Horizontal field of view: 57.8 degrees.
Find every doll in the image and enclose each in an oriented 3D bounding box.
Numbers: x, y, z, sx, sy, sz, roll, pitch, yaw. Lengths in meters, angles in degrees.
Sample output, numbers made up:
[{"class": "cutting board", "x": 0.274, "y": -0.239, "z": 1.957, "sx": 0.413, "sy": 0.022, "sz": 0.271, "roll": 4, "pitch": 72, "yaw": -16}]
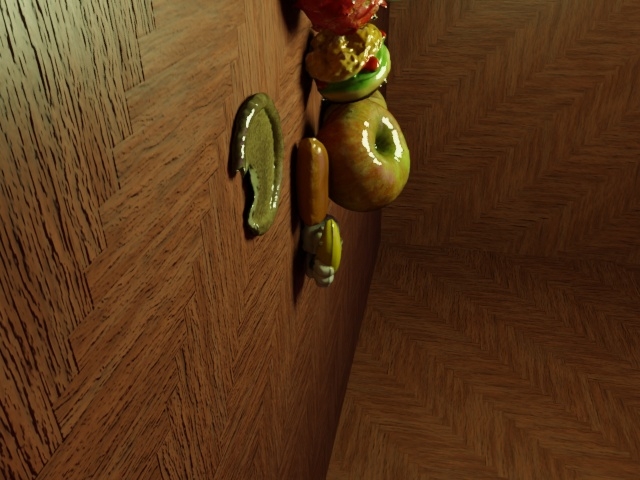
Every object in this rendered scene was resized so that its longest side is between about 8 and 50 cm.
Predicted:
[{"class": "doll", "x": 0.000, "y": 0.000, "z": 1.653, "sx": 0.237, "sy": 0.111, "sz": 0.251, "roll": -111, "pitch": -158, "yaw": -65}]

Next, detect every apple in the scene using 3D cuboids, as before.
[{"class": "apple", "x": 0.100, "y": -0.230, "z": 1.626, "sx": 0.278, "sy": 0.250, "sz": 0.309, "roll": -16, "pitch": 93, "yaw": -42}]

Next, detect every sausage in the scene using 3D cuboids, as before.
[{"class": "sausage", "x": -0.023, "y": -0.154, "z": 1.515, "sx": 0.098, "sy": 0.098, "sz": 0.238, "roll": -64, "pitch": 155, "yaw": -62}]

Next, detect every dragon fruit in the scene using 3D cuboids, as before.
[{"class": "dragon fruit", "x": 0.046, "y": -0.571, "z": 1.321, "sx": 0.268, "sy": 0.205, "sz": 0.210, "roll": 7, "pitch": 121, "yaw": -48}]

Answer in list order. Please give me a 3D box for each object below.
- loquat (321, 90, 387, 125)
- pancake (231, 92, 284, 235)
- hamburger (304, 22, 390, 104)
[{"class": "loquat", "x": 0.107, "y": -0.395, "z": 1.792, "sx": 0.213, "sy": 0.213, "sz": 0.212, "roll": 5, "pitch": 90, "yaw": -79}, {"class": "pancake", "x": -0.120, "y": -0.148, "z": 1.161, "sx": 0.286, "sy": 0.033, "sz": 0.288, "roll": -37, "pitch": 132, "yaw": -77}, {"class": "hamburger", "x": 0.069, "y": -0.484, "z": 1.517, "sx": 0.149, "sy": 0.237, "sz": 0.237, "roll": 52, "pitch": 41, "yaw": -48}]
